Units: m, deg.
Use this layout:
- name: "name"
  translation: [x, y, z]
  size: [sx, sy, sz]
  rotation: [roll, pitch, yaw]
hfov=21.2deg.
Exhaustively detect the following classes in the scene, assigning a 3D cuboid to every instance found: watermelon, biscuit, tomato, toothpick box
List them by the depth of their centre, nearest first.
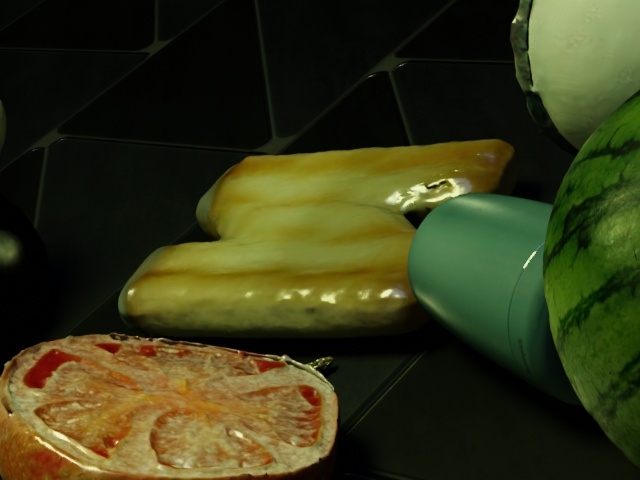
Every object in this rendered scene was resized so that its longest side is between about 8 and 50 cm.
- name: "watermelon"
  translation: [0.296, -0.014, 0.970]
  size: [0.331, 0.189, 0.331]
  rotation: [1, 60, -2]
- name: "tomato"
  translation: [-0.099, 0.142, 1.121]
  size: [0.237, 0.095, 0.237]
  rotation: [8, 21, -3]
- name: "toothpick box"
  translation: [0.142, 0.032, 1.161]
  size: [0.120, 0.120, 0.184]
  rotation: [-33, 26, -19]
- name: "biscuit"
  translation: [0.000, 0.000, 1.377]
  size: [0.291, 0.062, 0.237]
  rotation: [-4, 32, 31]

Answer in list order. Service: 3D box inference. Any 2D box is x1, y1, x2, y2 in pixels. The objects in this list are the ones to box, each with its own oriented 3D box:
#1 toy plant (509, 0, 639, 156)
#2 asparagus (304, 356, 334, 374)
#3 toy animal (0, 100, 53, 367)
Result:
- name: "toy plant"
  translation: [0.332, -0.141, 1.223]
  size: [0.247, 0.247, 0.332]
  rotation: [-38, 34, -27]
- name: "asparagus"
  translation: [-0.061, 0.127, 1.251]
  size: [0.166, 0.013, 0.016]
  rotation: [-28, -14, -13]
- name: "toy animal"
  translation: [-0.371, -0.035, 1.445]
  size: [0.251, 0.310, 0.251]
  rotation: [-18, 27, 10]
